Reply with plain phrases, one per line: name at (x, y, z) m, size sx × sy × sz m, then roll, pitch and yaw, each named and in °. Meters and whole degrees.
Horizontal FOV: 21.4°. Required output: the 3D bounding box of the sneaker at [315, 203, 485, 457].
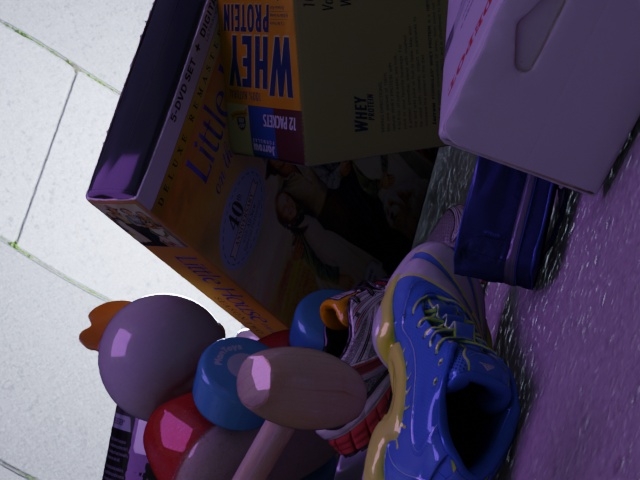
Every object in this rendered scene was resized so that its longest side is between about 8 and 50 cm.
sneaker at (0.056, 0.057, 1.334) m, size 0.225 × 0.092 × 0.088 m, roll -54°, pitch 8°, yaw -22°

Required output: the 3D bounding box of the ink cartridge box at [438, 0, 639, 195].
ink cartridge box at (0.167, -0.188, 1.115) m, size 0.273 × 0.114 × 0.197 m, roll -79°, pitch 10°, yaw -57°

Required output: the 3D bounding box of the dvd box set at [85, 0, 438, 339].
dvd box set at (-0.031, -0.075, 1.574) m, size 0.420 × 0.062 × 0.308 m, roll 44°, pitch -124°, yaw -49°

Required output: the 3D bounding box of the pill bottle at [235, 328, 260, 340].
pill bottle at (-0.063, 0.223, 1.859) m, size 0.131 × 0.131 × 0.229 m, roll 148°, pitch 141°, yaw -81°

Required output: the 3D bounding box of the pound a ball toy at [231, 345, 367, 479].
pound a ball toy at (0.010, 0.240, 0.960) m, size 0.208 × 0.135 × 0.319 m, roll 46°, pitch 124°, yaw 42°

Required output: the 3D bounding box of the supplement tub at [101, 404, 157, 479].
supplement tub at (-0.120, 0.270, 1.689) m, size 0.207 × 0.207 × 0.338 m, roll 160°, pitch 121°, yaw -82°

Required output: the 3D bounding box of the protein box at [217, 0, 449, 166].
protein box at (0.034, -0.176, 1.417) m, size 0.136 × 0.201 × 0.200 m, roll 13°, pitch 111°, yaw 59°

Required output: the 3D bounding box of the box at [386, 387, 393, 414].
box at (0.081, 0.120, 1.244) m, size 0.083 × 0.052 × 0.062 m, roll -76°, pitch 9°, yaw -45°

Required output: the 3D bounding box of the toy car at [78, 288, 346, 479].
toy car at (-0.100, 0.111, 1.471) m, size 0.210 × 0.238 × 0.219 m, roll -26°, pitch -34°, yaw -37°

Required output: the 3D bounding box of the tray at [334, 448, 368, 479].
tray at (0.054, 0.176, 1.423) m, size 0.270 × 0.030 × 0.145 m, roll -110°, pitch 40°, yaw -81°

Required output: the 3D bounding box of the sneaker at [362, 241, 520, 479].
sneaker at (0.096, 0.087, 1.137) m, size 0.126 × 0.091 × 0.240 m, roll -45°, pitch 31°, yaw 49°

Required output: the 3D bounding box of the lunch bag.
lunch bag at (0.132, -0.019, 1.153) m, size 0.067 × 0.065 × 0.098 m, roll 74°, pitch -150°, yaw -72°
